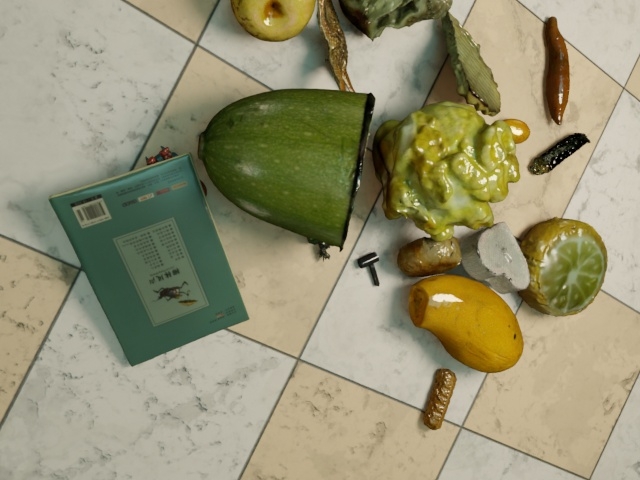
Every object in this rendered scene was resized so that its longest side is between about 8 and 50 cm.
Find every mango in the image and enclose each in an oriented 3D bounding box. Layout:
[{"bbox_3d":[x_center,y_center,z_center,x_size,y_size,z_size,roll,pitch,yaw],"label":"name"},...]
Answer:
[{"bbox_3d":[0.354,0.191,1.233,0.359,0.144,0.187,40,77,-22],"label":"mango"},{"bbox_3d":[0.468,-0.267,1.269,0.089,0.046,0.060,5,96,-15],"label":"mango"}]

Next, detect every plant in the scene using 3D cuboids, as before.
[{"bbox_3d":[0.000,0.000,1.144,0.051,0.051,0.102,-34,110,-12],"label":"plant"}]

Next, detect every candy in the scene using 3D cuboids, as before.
[{"bbox_3d":[0.612,0.068,1.327,0.259,0.118,0.260,-4,101,-22],"label":"candy"}]

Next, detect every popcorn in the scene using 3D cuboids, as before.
[{"bbox_3d":[0.267,-0.146,1.102,0.312,0.312,0.312,-2,97,-18],"label":"popcorn"}]

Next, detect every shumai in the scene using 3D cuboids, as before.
[{"bbox_3d":[0.156,-0.553,1.087,0.225,0.222,0.261,62,40,-26],"label":"shumai"}]

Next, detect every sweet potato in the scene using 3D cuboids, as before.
[{"bbox_3d":[0.588,-0.418,1.287,0.057,0.057,0.265,-4,94,-18],"label":"sweet potato"}]

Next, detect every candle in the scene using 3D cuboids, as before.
[{"bbox_3d":[0.416,0.032,1.237,0.192,0.068,0.169,30,54,-24],"label":"candle"}]

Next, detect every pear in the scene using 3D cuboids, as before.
[{"bbox_3d":[-0.090,-0.474,0.996,0.178,0.178,0.178,-2,97,-18],"label":"pear"}]

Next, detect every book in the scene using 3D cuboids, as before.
[{"bbox_3d":[-0.315,0.046,1.012,0.264,0.031,0.379,-19,114,-11],"label":"book"}]

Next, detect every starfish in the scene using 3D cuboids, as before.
[{"bbox_3d":[0.024,-0.411,1.064,0.050,0.138,0.247,-15,100,14],"label":"starfish"}]

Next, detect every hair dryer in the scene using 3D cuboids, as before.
[{"bbox_3d":[0.119,0.071,1.209,0.047,0.026,0.083,-24,111,-12],"label":"hair dryer"}]

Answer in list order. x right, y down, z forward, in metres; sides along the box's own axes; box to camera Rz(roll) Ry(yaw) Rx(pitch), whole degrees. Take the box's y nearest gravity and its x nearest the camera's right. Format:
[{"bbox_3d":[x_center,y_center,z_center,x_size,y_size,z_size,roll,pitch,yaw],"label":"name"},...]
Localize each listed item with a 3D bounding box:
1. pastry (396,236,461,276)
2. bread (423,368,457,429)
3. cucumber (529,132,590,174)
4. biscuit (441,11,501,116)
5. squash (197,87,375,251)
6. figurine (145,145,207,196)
[{"bbox_3d":[0.247,0.037,1.186,0.153,0.153,0.081,-6,79,-18],"label":"pastry"},{"bbox_3d":[0.297,0.395,1.295,0.052,0.044,0.157,17,91,-14],"label":"bread"},{"bbox_3d":[0.610,-0.224,1.320,0.181,0.053,0.053,-32,105,-15],"label":"cucumber"},{"bbox_3d":[0.341,-0.369,1.151,0.187,0.036,0.274,28,46,-34],"label":"biscuit"},{"bbox_3d":[-0.072,-0.156,1.014,0.308,0.310,0.310,11,93,2],"label":"squash"},{"bbox_3d":[-0.281,-0.119,1.024,0.068,0.075,0.140,-43,118,-11],"label":"figurine"}]
